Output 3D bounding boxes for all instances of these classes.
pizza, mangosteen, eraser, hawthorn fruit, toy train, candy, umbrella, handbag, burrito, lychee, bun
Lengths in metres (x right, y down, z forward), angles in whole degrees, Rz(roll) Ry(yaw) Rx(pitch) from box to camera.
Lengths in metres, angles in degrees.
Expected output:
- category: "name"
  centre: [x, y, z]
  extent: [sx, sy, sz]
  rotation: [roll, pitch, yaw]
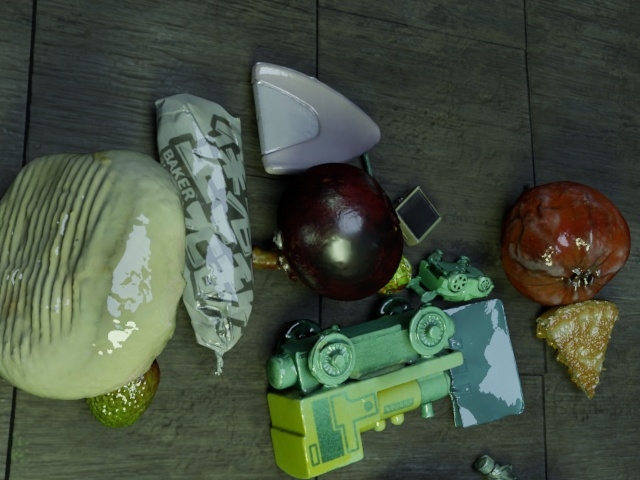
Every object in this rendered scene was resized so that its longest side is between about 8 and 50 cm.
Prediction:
- category: "pizza"
  centre: [0.512, 0.214, 1.820]
  extent: [0.188, 0.062, 0.198]
  rotation: [-5, 90, -18]
- category: "mangosteen"
  centre: [0.000, 0.000, 1.495]
  extent: [0.261, 0.235, 0.235]
  rotation: [-24, 94, 8]
- category: "eraser"
  centre: [-0.005, -0.192, 1.592]
  extent: [0.243, 0.059, 0.204]
  rotation: [7, 64, -33]
- category: "hawthorn fruit"
  centre: [0.448, -0.020, 1.754]
  extent: [0.242, 0.242, 0.271]
  rotation: [14, 43, -27]
- category: "toy train"
  centre: [0.239, 0.074, 1.677]
  extent: [0.149, 0.099, 0.081]
  rotation: [13, 108, -34]
- category: "candy"
  centre: [0.103, -0.032, 1.635]
  extent: [0.077, 0.073, 0.262]
  rotation: [-10, 78, -4]
- category: "toy train"
  centre: [0.085, 0.229, 1.529]
  extent: [0.369, 0.150, 0.237]
  rotation: [-12, 95, -31]
- category: "umbrella"
  centre: [0.358, 0.457, 1.696]
  extent: [0.188, 0.046, 0.050]
  rotation: [40, 46, -15]
- category: "handbag"
  centre: [0.288, 0.223, 1.693]
  extent: [0.144, 0.057, 0.221]
  rotation: [-7, 84, -26]
- category: "burrito"
  centre: [-0.171, -0.013, 1.448]
  extent: [0.139, 0.101, 0.445]
  rotation: [-6, 83, -29]
- category: "lychee"
  centre: [-0.288, 0.200, 1.334]
  extent: [0.114, 0.114, 0.146]
  rotation: [6, 96, -29]
- category: "bun"
  centre: [-0.307, 0.038, 1.255]
  extent: [0.213, 0.361, 0.361]
  rotation: [27, 67, -49]

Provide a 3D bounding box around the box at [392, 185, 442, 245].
- category: "box"
  centre: [0.169, -0.046, 1.684]
  extent: [0.079, 0.035, 0.083]
  rotation: [-45, 104, -28]
